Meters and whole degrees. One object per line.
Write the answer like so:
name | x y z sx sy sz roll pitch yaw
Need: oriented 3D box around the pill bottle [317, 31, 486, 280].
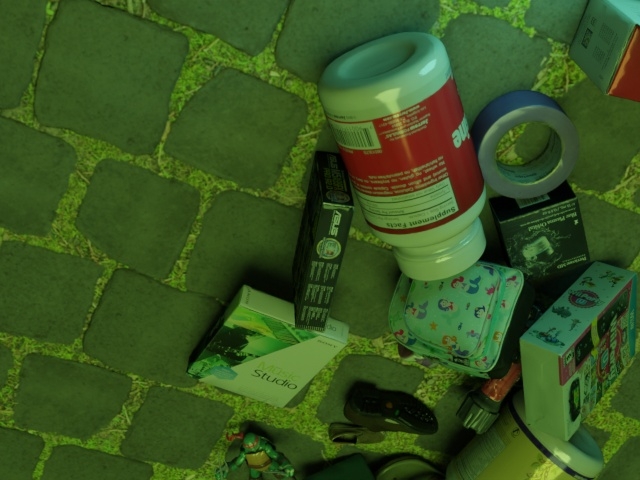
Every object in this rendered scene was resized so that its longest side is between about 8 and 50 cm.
pill bottle | 0.162 -0.138 1.554 0.228 0.229 0.408 -19 120 7

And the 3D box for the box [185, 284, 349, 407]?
box | -0.114 0.224 1.784 0.232 0.059 0.322 21 138 -15

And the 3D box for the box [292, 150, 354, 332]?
box | 0.000 0.000 1.632 0.060 0.216 0.270 7 119 -9

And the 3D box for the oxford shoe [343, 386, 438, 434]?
oxford shoe | 0.156 0.393 1.966 0.227 0.083 0.096 20 137 -14

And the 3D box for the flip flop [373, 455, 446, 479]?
flip flop | 0.252 0.594 2.078 0.277 0.080 0.112 28 115 -19

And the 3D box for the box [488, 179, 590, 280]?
box | 0.431 -0.019 1.722 0.155 0.093 0.158 -18 121 7

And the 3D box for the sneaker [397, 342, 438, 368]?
sneaker | 0.280 0.195 1.845 0.236 0.095 0.104 -36 123 22

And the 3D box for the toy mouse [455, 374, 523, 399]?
toy mouse | 0.382 0.285 1.931 0.160 0.031 0.143 4 110 -11

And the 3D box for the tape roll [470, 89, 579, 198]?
tape roll | 0.378 -0.178 1.632 0.188 0.080 0.189 -1 120 -2

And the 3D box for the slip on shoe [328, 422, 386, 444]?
slip on shoe | 0.085 0.449 2.004 0.135 0.041 0.052 11 119 -10

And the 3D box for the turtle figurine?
turtle figurine | -0.137 0.504 1.980 0.175 0.118 0.234 -5 137 16

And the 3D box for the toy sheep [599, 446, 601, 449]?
toy sheep | 0.596 0.514 2.055 0.132 0.091 0.091 -28 119 -4

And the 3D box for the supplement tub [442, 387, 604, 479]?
supplement tub | 0.430 0.518 1.937 0.241 0.241 0.331 32 107 -20

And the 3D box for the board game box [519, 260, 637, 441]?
board game box | 0.524 0.216 1.762 0.097 0.303 0.224 17 132 39

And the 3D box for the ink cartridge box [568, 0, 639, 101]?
ink cartridge box | 0.616 -0.292 1.468 0.309 0.272 0.130 10 119 -9

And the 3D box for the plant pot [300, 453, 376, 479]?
plant pot | 0.081 0.644 1.982 0.165 0.234 0.166 -20 123 -16

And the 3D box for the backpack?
backpack | 0.258 0.135 1.696 0.191 0.253 0.225 31 77 -52

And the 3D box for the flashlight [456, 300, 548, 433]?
flashlight | 0.396 0.271 1.854 0.103 0.103 0.304 28 103 -20
